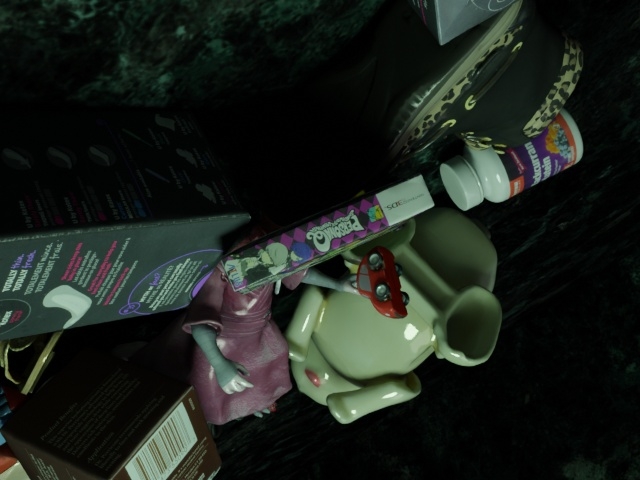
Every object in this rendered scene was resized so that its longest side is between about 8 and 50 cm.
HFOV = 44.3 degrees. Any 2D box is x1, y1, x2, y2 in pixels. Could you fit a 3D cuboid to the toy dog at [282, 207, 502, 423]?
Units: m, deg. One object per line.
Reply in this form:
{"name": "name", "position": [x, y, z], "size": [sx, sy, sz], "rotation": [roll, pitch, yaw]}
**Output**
{"name": "toy dog", "position": [0.089, 0.125, 1.335], "size": [0.408, 0.284, 0.395], "rotation": [-51, 180, 41]}

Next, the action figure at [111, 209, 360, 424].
{"name": "action figure", "position": [-0.116, 0.087, 1.107], "size": [0.248, 0.275, 0.370], "rotation": [-22, 139, -42]}

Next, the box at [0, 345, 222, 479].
{"name": "box", "position": [-0.272, 0.276, 1.050], "size": [0.168, 0.203, 0.167], "rotation": [-49, 140, -39]}

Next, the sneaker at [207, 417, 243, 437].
{"name": "sneaker", "position": [-0.143, 0.282, 1.537], "size": [0.267, 0.106, 0.101], "rotation": [-38, 156, 16]}

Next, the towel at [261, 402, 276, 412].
{"name": "towel", "position": [-0.180, 0.278, 1.356], "size": [0.199, 0.031, 0.275], "rotation": [-7, 162, -2]}

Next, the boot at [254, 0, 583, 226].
{"name": "boot", "position": [0.124, -0.145, 0.915], "size": [0.377, 0.138, 0.284], "rotation": [-47, 153, 25]}

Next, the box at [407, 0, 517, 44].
{"name": "box", "position": [0.114, -0.290, 0.567], "size": [0.163, 0.142, 0.247], "rotation": [-29, 158, 0]}

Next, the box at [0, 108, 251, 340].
{"name": "box", "position": [-0.232, -0.017, 0.728], "size": [0.270, 0.143, 0.165], "rotation": [-8, 148, -43]}

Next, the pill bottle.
{"name": "pill bottle", "position": [0.282, -0.123, 1.179], "size": [0.193, 0.108, 0.108], "rotation": [-27, 158, -6]}

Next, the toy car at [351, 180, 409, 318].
{"name": "toy car", "position": [0.071, -0.023, 1.084], "size": [0.053, 0.239, 0.225], "rotation": [-23, -173, 27]}

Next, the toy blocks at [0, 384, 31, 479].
{"name": "toy blocks", "position": [-0.473, 0.341, 1.135], "size": [0.261, 0.191, 0.381], "rotation": [-34, 138, -9]}

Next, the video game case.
{"name": "video game case", "position": [0.000, 0.000, 0.851], "size": [0.210, 0.042, 0.232], "rotation": [-24, 177, -6]}

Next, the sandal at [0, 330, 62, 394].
{"name": "sandal", "position": [-0.380, 0.141, 0.985], "size": [0.088, 0.079, 0.240], "rotation": [-65, -168, -24]}
